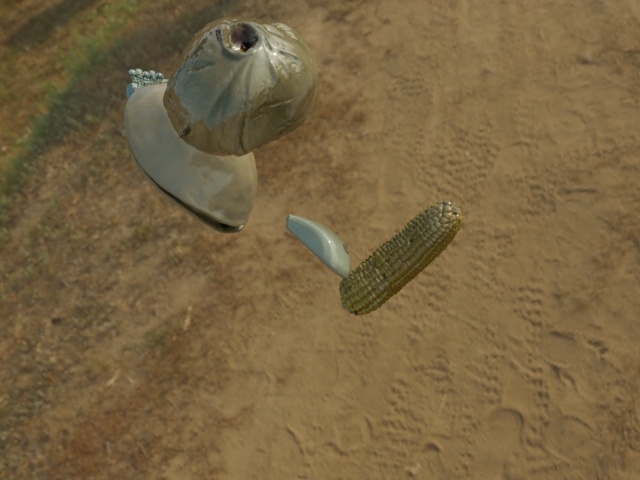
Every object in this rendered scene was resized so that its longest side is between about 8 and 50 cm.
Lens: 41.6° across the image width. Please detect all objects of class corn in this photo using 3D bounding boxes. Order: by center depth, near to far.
[{"bbox_3d":[0.153,0.031,1.610,0.291,0.101,0.101,-45,37,16],"label":"corn"}]

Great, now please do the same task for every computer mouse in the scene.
[{"bbox_3d":[0.000,0.000,1.573,0.056,0.089,0.182,-47,59,-2],"label":"computer mouse"}]

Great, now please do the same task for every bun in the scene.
[{"bbox_3d":[-0.085,-0.174,0.890,0.167,0.113,0.173,-2,48,-3],"label":"bun"}]

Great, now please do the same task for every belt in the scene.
[{"bbox_3d":[-0.344,-0.339,1.898,0.179,0.100,0.065,-6,71,-22],"label":"belt"}]

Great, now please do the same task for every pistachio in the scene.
[{"bbox_3d":[-0.239,-0.159,1.614,0.208,0.331,0.226,-25,18,44],"label":"pistachio"}]
